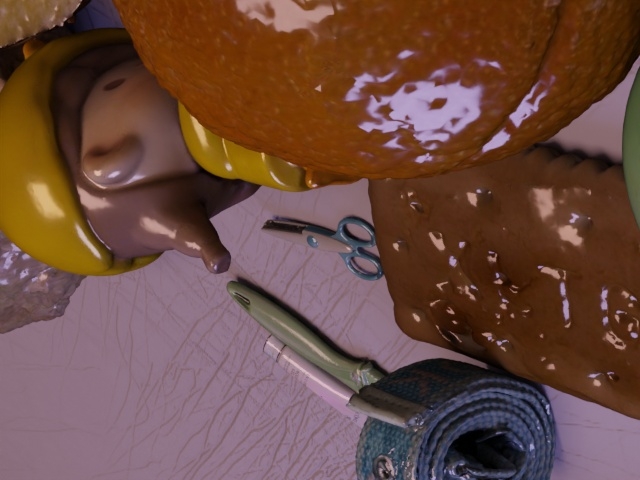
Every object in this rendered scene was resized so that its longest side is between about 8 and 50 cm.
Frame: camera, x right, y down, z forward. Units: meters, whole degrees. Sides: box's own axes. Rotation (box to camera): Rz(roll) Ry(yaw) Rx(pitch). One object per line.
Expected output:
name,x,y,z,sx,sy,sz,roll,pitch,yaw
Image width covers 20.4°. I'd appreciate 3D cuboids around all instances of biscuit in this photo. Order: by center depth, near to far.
biscuit,0.164,0.027,1.255,0.325,0.044,0.217,19,136,37

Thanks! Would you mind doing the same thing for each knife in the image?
knife,0.031,0.114,1.503,0.293,0.020,0.043,36,141,20

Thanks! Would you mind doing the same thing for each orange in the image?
orange,0.041,-0.215,0.928,0.322,0.322,0.357,26,123,32

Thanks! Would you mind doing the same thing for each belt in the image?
belt,0.106,0.161,1.340,0.082,0.163,0.148,13,116,46

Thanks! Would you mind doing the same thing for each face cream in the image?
face cream,-0.001,0.121,1.545,0.115,0.020,0.038,36,142,16

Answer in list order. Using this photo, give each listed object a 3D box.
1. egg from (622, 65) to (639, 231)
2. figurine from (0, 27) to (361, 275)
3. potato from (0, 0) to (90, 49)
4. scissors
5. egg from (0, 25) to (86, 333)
egg,0.285,-0.030,0.910,0.269,0.220,0.220,30,144,-2
figurine,-0.093,-0.074,1.268,0.343,0.215,0.187,-5,108,42
potato,-0.252,-0.270,1.368,0.299,0.116,0.239,-3,106,32
scissors,0.000,0.000,1.437,0.119,0.014,0.058,13,130,37
egg,-0.300,-0.055,1.505,0.279,0.279,0.310,36,124,21
